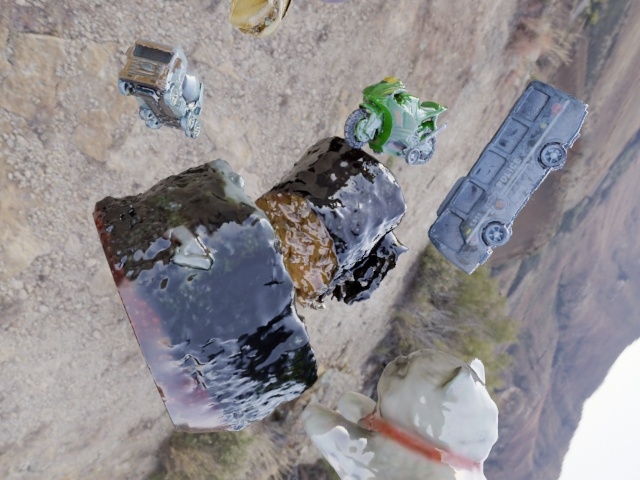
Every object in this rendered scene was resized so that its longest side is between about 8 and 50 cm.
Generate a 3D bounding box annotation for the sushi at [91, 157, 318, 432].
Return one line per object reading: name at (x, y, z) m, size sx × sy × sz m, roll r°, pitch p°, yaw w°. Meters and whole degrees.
sushi at (-0.080, 0.054, 0.397) m, size 0.126 × 0.136 × 0.225 m, roll -21°, pitch 132°, yaw -19°

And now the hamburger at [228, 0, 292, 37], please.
hamburger at (-0.176, -0.696, 1.464) m, size 0.108 × 0.214 × 0.213 m, roll 14°, pitch 112°, yaw -46°

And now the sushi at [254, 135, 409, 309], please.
sushi at (0.000, 0.000, 0.792) m, size 0.207 × 0.234 × 0.348 m, roll -48°, pitch 177°, yaw -25°

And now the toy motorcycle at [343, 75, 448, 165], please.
toy motorcycle at (0.107, -0.166, 0.703) m, size 0.190 × 0.074 × 0.106 m, roll 4°, pitch 107°, yaw -44°

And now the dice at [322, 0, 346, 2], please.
dice at (-0.015, -0.599, 0.863) m, size 0.270 × 0.272 × 0.270 m, roll -65°, pitch 167°, yaw 6°

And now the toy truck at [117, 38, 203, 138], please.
toy truck at (-0.301, -0.305, 1.015) m, size 0.256 × 0.108 × 0.140 m, roll 87°, pitch 17°, yaw -80°

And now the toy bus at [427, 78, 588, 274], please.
toy bus at (0.158, -0.051, 0.435) m, size 0.165 × 0.065 × 0.047 m, roll -58°, pitch 162°, yaw 16°

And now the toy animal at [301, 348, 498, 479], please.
toy animal at (0.102, 0.229, 0.480) m, size 0.188 × 0.266 × 0.308 m, roll -36°, pitch 155°, yaw 13°
